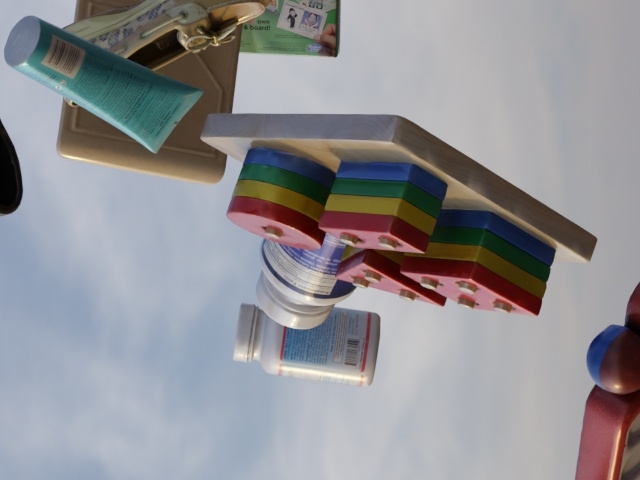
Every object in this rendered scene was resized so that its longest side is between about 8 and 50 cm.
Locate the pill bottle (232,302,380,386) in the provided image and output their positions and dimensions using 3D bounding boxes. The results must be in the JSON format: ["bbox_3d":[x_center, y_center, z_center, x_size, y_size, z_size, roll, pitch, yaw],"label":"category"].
[{"bbox_3d":[-0.016,0.113,2.029,0.087,0.160,0.087,-172,90,-88],"label":"pill bottle"}]

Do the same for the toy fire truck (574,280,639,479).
[{"bbox_3d":[0.297,0.073,1.381,0.254,0.169,0.302,-38,-31,-26],"label":"toy fire truck"}]

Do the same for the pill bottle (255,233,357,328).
[{"bbox_3d":[0.000,0.000,1.818,0.112,0.112,0.186,-76,9,-45],"label":"pill bottle"}]

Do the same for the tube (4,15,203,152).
[{"bbox_3d":[-0.208,-0.151,1.731,0.207,0.080,0.052,27,-158,-42],"label":"tube"}]

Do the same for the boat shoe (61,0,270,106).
[{"bbox_3d":[-0.183,-0.241,2.138,0.104,0.285,0.089,29,-135,-64],"label":"boat shoe"}]

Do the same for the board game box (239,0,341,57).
[{"bbox_3d":[-0.130,-0.356,2.381,0.046,0.317,0.213,-66,-21,-72],"label":"board game box"}]

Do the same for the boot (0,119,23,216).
[{"bbox_3d":[-0.314,-0.005,1.385,0.338,0.223,0.118,58,-145,-28],"label":"boot"}]

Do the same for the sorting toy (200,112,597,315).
[{"bbox_3d":[0.055,-0.016,1.543,0.257,0.255,0.089,28,-104,-38],"label":"sorting toy"}]

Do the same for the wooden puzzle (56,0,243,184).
[{"bbox_3d":[-0.218,-0.203,2.301,0.044,0.221,0.238,168,110,-70],"label":"wooden puzzle"}]
